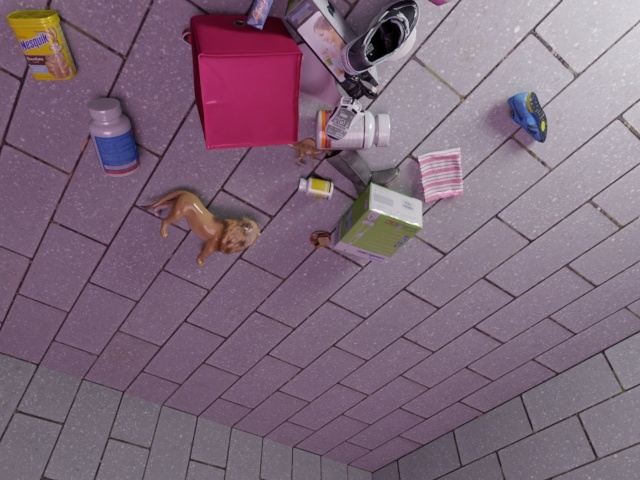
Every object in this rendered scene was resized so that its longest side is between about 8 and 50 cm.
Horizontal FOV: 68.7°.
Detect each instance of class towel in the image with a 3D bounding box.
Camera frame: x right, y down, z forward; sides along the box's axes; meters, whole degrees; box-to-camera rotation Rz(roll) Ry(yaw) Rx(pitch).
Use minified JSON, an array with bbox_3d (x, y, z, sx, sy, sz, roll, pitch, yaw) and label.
[{"bbox_3d":[0.418,-0.223,1.619,0.144,0.029,0.197,-12,130,9],"label":"towel"}]

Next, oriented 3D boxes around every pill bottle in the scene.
[{"bbox_3d":[0.097,-0.341,1.451,0.221,0.121,0.121,0,131,-1],"label":"pill bottle"},{"bbox_3d":[-0.646,-0.321,1.460,0.124,0.124,0.222,2,132,-2],"label":"pill bottle"},{"bbox_3d":[-0.018,-0.182,1.627,0.116,0.065,0.065,10,130,-10],"label":"pill bottle"}]

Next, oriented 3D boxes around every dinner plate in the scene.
[{"bbox_3d":[0.199,-0.573,1.319,0.141,0.017,0.141,1,131,1],"label":"dinner plate"}]

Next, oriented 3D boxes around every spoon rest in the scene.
[{"bbox_3d":[0.010,-0.440,1.336,0.276,0.084,0.137,44,109,-3],"label":"spoon rest"}]

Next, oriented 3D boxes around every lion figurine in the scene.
[{"bbox_3d":[-0.426,-0.068,1.679,0.392,0.142,0.240,39,114,-24],"label":"lion figurine"}]

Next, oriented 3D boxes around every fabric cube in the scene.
[{"bbox_3d":[-0.203,-0.425,1.247,0.254,0.258,0.259,-6,133,-15],"label":"fabric cube"}]

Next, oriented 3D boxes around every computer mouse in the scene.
[{"bbox_3d":[0.070,-0.360,1.277,0.106,0.042,0.193,20,129,-21],"label":"computer mouse"}]

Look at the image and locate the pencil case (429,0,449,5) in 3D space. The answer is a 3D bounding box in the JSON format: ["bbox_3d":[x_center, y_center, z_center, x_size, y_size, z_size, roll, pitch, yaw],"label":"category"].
[{"bbox_3d":[0.181,-0.719,1.097,0.386,0.160,0.167,21,98,-17],"label":"pencil case"}]

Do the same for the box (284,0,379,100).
[{"bbox_3d":[0.035,-0.534,1.253,0.087,0.169,0.290,-30,126,27],"label":"box"}]

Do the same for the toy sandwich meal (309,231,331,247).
[{"bbox_3d":[0.000,0.000,1.810,0.085,0.029,0.086,0,131,0],"label":"toy sandwich meal"}]

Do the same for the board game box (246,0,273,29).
[{"bbox_3d":[-0.110,-0.659,1.141,0.042,0.165,0.243,21,128,-18],"label":"board game box"}]

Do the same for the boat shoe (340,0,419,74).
[{"bbox_3d":[0.177,-0.529,1.188,0.102,0.301,0.108,8,136,54],"label":"boat shoe"}]

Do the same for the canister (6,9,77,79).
[{"bbox_3d":[-0.766,-0.539,1.301,0.126,0.073,0.170,-1,133,0],"label":"canister"}]

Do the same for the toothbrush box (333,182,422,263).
[{"bbox_3d":[0.199,-0.052,1.661,0.206,0.122,0.283,17,144,-15],"label":"toothbrush box"}]

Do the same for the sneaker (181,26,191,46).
[{"bbox_3d":[-0.324,-0.563,1.287,0.118,0.067,0.042,-5,131,4],"label":"sneaker"}]

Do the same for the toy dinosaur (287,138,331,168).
[{"bbox_3d":[-0.056,-0.294,1.550,0.183,0.053,0.093,13,113,1],"label":"toy dinosaur"}]

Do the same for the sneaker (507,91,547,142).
[{"bbox_3d":[0.650,-0.383,1.468,0.082,0.069,0.209,2,152,44],"label":"sneaker"}]

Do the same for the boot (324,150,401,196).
[{"bbox_3d":[0.145,-0.253,1.572,0.189,0.076,0.208,-27,120,20],"label":"boot"}]
